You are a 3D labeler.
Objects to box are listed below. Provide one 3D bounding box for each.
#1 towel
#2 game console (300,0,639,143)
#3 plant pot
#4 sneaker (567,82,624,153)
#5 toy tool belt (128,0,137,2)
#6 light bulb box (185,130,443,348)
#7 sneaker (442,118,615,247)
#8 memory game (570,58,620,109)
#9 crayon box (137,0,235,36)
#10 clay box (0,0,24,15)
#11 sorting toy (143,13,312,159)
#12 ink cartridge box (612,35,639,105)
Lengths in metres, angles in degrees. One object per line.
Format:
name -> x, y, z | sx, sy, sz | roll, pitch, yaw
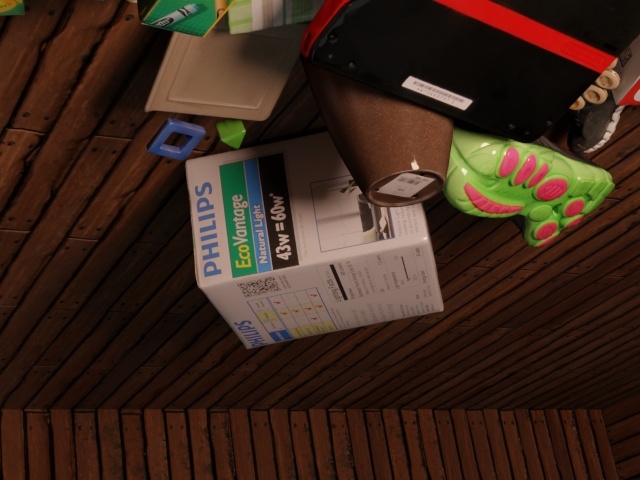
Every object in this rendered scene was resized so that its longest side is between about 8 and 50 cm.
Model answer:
towel -> -0.043, -0.309, 1.371 | 0.152, 0.023, 0.113 | -12, 144, -11
game console -> 0.215, -0.287, 1.334 | 0.386, 0.060, 0.342 | 16, 133, -31
plant pot -> 0.094, -0.170, 1.514 | 0.215, 0.230, 0.215 | -8, 156, -3
sneaker -> 0.418, -0.213, 1.739 | 0.106, 0.078, 0.234 | 4, 153, -14
toy tool belt -> -0.238, -0.310, 1.315 | 0.083, 0.052, 0.051 | -2, 124, -24
light bulb box -> 0.000, 0.000, 1.868 | 0.361, 0.225, 0.358 | -11, 157, 5
sneaker -> 0.312, -0.125, 1.760 | 0.185, 0.202, 0.483 | -37, 153, 18
memory game -> 0.327, -0.248, 1.571 | 0.186, 0.012, 0.186 | 23, 151, 13
crayon box -> -0.094, -0.350, 1.119 | 0.081, 0.165, 0.278 | 8, 151, -34
clay box -> -0.396, -0.311, 1.234 | 0.127, 0.053, 0.222 | -5, 155, -10
sorting toy -> -0.124, -0.239, 1.485 | 0.196, 0.047, 0.348 | -1, 142, -30
ink cartridge box -> 0.579, -0.304, 1.519 | 0.309, 0.130, 0.272 | -2, 154, -15
